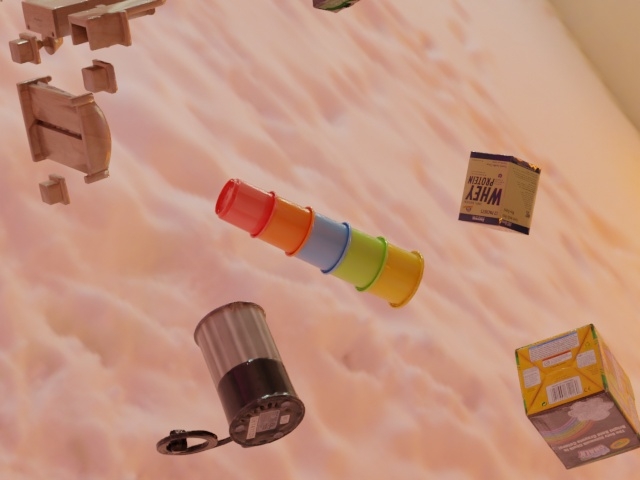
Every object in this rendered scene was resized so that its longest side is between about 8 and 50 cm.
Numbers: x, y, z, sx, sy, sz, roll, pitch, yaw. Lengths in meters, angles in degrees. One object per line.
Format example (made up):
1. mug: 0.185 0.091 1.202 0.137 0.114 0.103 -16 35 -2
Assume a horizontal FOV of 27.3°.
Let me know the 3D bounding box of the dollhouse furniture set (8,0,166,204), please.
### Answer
1. dollhouse furniture set: -0.332 -0.215 2.079 0.173 0.356 0.303 -22 27 -32

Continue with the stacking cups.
1. stacking cups: 0.000 0.000 1.907 0.316 0.096 0.096 25 29 -24

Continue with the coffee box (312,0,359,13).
1. coffee box: 0.031 -0.350 1.418 0.040 0.113 0.184 6 75 -37

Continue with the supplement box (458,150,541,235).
1. supplement box: 0.212 -0.055 1.554 0.056 0.083 0.083 9 -2 36

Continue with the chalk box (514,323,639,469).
1. chalk box: 0.402 0.250 1.999 0.213 0.132 0.132 51 26 -41

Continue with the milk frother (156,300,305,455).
1. milk frother: -0.111 0.154 1.395 0.143 0.129 0.135 5 42 -33
